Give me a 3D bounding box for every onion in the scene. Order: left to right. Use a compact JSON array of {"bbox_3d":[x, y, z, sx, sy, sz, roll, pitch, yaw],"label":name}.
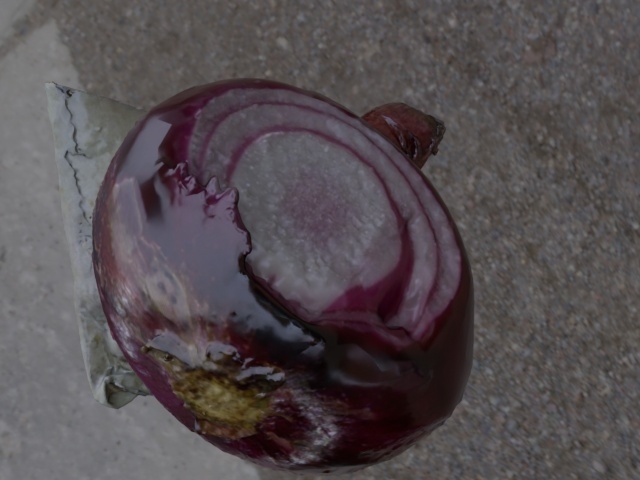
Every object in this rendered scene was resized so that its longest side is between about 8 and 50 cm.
[{"bbox_3d":[-0.010,0.008,0.451,0.135,0.173,0.198,-40,6,37],"label":"onion"}]

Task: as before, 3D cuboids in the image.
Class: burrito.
[{"bbox_3d":[-0.136,0.003,0.700,0.060,0.087,0.226,-161,66,-63],"label":"burrito"}]
